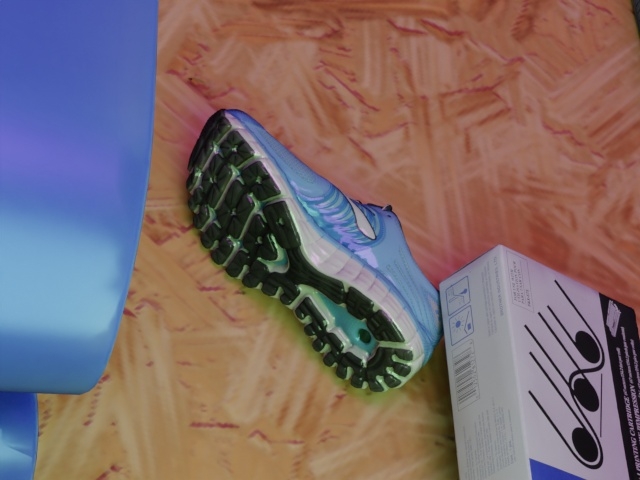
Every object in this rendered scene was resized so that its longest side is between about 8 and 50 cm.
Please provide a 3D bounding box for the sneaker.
[{"bbox_3d":[0.000,0.000,0.886,0.162,0.063,0.073,49,40,9],"label":"sneaker"}]

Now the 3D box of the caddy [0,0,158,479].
[{"bbox_3d":[-0.181,-0.048,0.728,0.179,0.241,0.341,12,52,-18],"label":"caddy"}]

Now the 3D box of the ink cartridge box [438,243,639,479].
[{"bbox_3d":[0.111,0.110,0.825,0.097,0.046,0.207,25,46,-33],"label":"ink cartridge box"}]

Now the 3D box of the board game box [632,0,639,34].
[{"bbox_3d":[0.260,-0.166,1.094,0.194,0.060,0.194,-6,59,-24],"label":"board game box"}]
